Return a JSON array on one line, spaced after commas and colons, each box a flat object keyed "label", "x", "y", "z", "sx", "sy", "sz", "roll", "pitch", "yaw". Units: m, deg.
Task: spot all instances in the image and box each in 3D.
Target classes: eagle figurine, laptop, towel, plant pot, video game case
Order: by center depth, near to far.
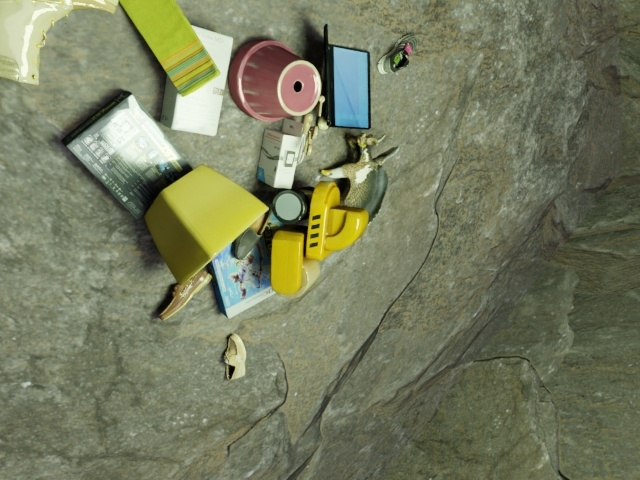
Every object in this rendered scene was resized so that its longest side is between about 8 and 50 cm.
[{"label": "towel", "x": -0.322, "y": -0.436, "z": 1.046, "sx": 0.102, "sy": 0.021, "sz": 0.237, "roll": -32, "pitch": 107, "yaw": 3}, {"label": "plant pot", "x": -0.292, "y": -0.052, "z": 1.176, "sx": 0.187, "sy": 0.212, "sz": 0.212, "roll": 49, "pitch": 48, "yaw": -7}, {"label": "plant pot", "x": -0.102, "y": -0.392, "z": 1.229, "sx": 0.201, "sy": 0.180, "sz": 0.202, "roll": -19, "pitch": 122, "yaw": -33}, {"label": "laptop", "x": 0.080, "y": -0.437, "z": 1.349, "sx": 0.136, "sy": 0.264, "sz": 0.235, "roll": -2, "pitch": 95, "yaw": 2}, {"label": "video game case", "x": -0.207, "y": 0.061, "z": 1.440, "sx": 0.244, "sy": 0.061, "sz": 0.270, "roll": -28, "pitch": 126, "yaw": -30}, {"label": "eagle figurine", "x": 0.111, "y": -0.179, "z": 1.513, "sx": 0.226, "sy": 0.225, "sz": 0.299, "roll": -18, "pitch": 111, "yaw": -58}]

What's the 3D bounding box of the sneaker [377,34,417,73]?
[{"label": "sneaker", "x": 0.256, "y": -0.576, "z": 1.521, "sx": 0.170, "sy": 0.074, "sz": 0.063, "roll": -45, "pitch": 132, "yaw": -16}]

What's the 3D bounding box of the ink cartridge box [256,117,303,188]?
[{"label": "ink cartridge box", "x": -0.113, "y": -0.243, "z": 1.344, "sx": 0.060, "sy": 0.104, "sz": 0.180, "roll": 0, "pitch": 110, "yaw": -38}]

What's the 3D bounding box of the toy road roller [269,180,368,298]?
[{"label": "toy road roller", "x": 0.000, "y": 0.000, "z": 1.363, "sx": 0.202, "sy": 0.240, "sz": 0.330, "roll": -28, "pitch": 126, "yaw": -72}]

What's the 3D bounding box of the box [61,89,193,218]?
[{"label": "box", "x": -0.434, "y": -0.193, "z": 1.123, "sx": 0.183, "sy": 0.059, "sz": 0.233, "roll": -45, "pitch": 132, "yaw": -13}]

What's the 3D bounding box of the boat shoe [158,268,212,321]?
[{"label": "boat shoe", "x": -0.379, "y": 0.144, "z": 1.339, "sx": 0.060, "sy": 0.064, "sz": 0.178, "roll": 46, "pitch": 74, "yaw": -12}]

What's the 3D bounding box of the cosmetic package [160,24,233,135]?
[{"label": "cosmetic package", "x": -0.291, "y": -0.373, "z": 1.143, "sx": 0.117, "sy": 0.085, "sz": 0.231, "roll": 0, "pitch": 111, "yaw": -40}]

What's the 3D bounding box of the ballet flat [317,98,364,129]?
[{"label": "ballet flat", "x": 0.059, "y": -0.387, "z": 1.460, "sx": 0.173, "sy": 0.049, "sz": 0.058, "roll": -41, "pitch": 131, "yaw": -19}]

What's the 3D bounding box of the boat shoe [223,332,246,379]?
[{"label": "boat shoe", "x": -0.272, "y": 0.370, "z": 1.531, "sx": 0.059, "sy": 0.063, "sz": 0.170, "roll": -23, "pitch": 125, "yaw": -38}]

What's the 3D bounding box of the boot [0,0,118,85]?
[{"label": "boot", "x": -0.523, "y": -0.397, "z": 0.922, "sx": 0.261, "sy": 0.095, "sz": 0.204, "roll": -5, "pitch": 113, "yaw": -37}]

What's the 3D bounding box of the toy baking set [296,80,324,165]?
[{"label": "toy baking set", "x": -0.040, "y": -0.311, "z": 1.332, "sx": 0.030, "sy": 0.256, "sz": 0.197, "roll": 12, "pitch": 82, "yaw": -13}]

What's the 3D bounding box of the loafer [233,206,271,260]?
[{"label": "loafer", "x": -0.188, "y": -0.022, "z": 1.334, "sx": 0.062, "sy": 0.061, "sz": 0.170, "roll": 20, "pitch": 92, "yaw": -40}]
